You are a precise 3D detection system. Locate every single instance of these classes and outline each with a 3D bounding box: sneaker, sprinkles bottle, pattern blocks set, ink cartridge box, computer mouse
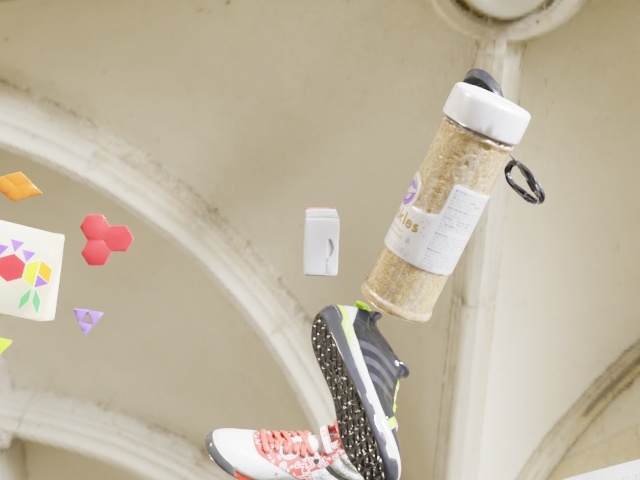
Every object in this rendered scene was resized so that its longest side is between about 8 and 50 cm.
[{"bbox_3d":[0.066,0.162,1.009,0.097,0.234,0.084,-2,-37,-24],"label":"sneaker"},{"bbox_3d":[0.183,-0.053,1.336,0.121,0.121,0.355,23,-73,-2],"label":"sprinkles bottle"},{"bbox_3d":[-0.473,0.040,1.321,0.325,0.026,0.285,23,-90,-13],"label":"pattern blocks set"},{"bbox_3d":[-0.030,0.311,1.352,0.270,0.090,0.145,30,-67,-25],"label":"sneaker"},{"bbox_3d":[0.000,0.000,1.645,0.063,0.150,0.109,2,-82,-1],"label":"ink cartridge box"},{"bbox_3d":[0.299,-0.167,1.423,0.071,0.041,0.242,-27,-90,58],"label":"computer mouse"}]

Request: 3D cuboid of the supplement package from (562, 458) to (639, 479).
[{"bbox_3d":[0.436,0.436,1.093,0.178,0.175,0.292,-23,-72,22],"label":"supplement package"}]
